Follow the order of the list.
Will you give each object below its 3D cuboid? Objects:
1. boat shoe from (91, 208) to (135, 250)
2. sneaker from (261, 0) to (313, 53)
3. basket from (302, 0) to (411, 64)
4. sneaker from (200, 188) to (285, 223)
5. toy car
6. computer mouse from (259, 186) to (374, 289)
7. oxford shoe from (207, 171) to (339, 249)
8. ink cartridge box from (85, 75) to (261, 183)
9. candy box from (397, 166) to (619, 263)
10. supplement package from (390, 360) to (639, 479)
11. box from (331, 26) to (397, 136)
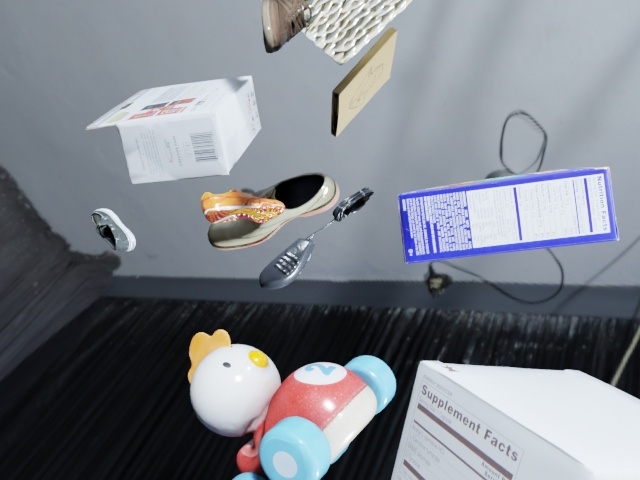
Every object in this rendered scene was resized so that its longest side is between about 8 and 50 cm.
[{"bbox_3d":[-0.410,-0.022,1.295,0.142,0.040,0.049,33,117,36],"label":"boat shoe"},{"bbox_3d":[-0.050,-0.352,1.040,0.071,0.188,0.066,-2,132,4],"label":"sneaker"},{"bbox_3d":[0.037,-0.587,1.302,0.331,0.328,0.266,-41,129,22],"label":"basket"},{"bbox_3d":[-0.149,-0.073,1.314,0.175,0.067,0.064,2,144,-33],"label":"sneaker"},{"bbox_3d":[-0.072,0.189,0.815,0.238,0.219,0.210,42,119,13],"label":"toy car"},{"bbox_3d":[0.000,0.000,1.078,0.041,0.242,0.071,47,172,14],"label":"computer mouse"},{"bbox_3d":[-0.147,-0.095,1.843,0.397,0.146,0.140,-27,75,6],"label":"oxford shoe"},{"bbox_3d":[-0.295,-0.238,1.408,0.272,0.309,0.130,-4,116,11],"label":"ink cartridge box"},{"bbox_3d":[0.299,-0.046,1.123,0.318,0.268,0.122,-6,93,10],"label":"candy box"},{"bbox_3d":[0.116,0.206,0.373,0.139,0.243,0.134,8,-172,-27],"label":"supplement package"},{"bbox_3d":[0.090,-0.331,1.413,0.021,0.201,0.164,35,162,13],"label":"box"}]
